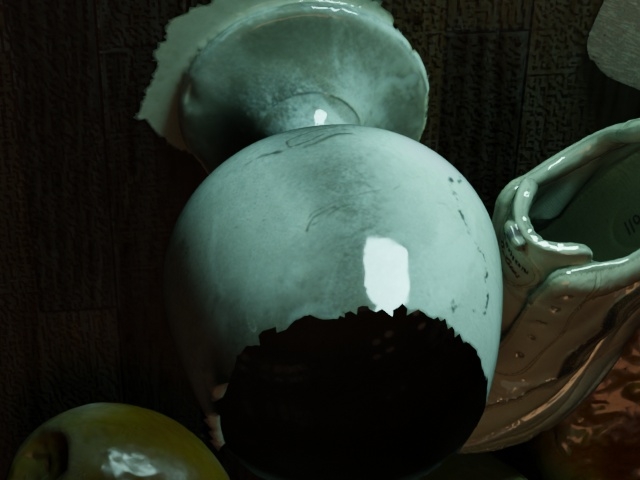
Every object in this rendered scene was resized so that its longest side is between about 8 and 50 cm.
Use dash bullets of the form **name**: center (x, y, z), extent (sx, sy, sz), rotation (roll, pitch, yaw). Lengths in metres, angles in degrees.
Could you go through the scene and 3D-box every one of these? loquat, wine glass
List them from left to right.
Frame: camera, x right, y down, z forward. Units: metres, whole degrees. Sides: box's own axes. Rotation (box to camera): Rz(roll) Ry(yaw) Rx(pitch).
- **loquat**: center (-0.155, 0.232, 1.527), extent (0.179, 0.179, 0.227), rotation (-32, 130, 19)
- **wine glass**: center (0.000, 0.000, 1.249), extent (0.238, 0.323, 0.238), rotation (-5, 129, -6)

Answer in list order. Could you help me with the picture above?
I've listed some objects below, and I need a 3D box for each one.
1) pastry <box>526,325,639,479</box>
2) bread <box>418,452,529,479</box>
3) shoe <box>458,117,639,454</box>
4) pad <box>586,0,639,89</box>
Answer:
- **pastry**: center (0.305, 0.124, 1.520), extent (0.329, 0.136, 0.330), rotation (-3, 129, -4)
- **bread**: center (0.120, 0.323, 1.546), extent (0.237, 0.320, 0.320), rotation (-37, 138, -27)
- **shoe**: center (0.164, 0.022, 1.338), extent (0.342, 0.132, 0.210), rotation (-38, 151, 15)
- **pad**: center (0.334, -0.144, 1.308), extent (0.266, 0.002, 0.176), rotation (23, 128, 4)
